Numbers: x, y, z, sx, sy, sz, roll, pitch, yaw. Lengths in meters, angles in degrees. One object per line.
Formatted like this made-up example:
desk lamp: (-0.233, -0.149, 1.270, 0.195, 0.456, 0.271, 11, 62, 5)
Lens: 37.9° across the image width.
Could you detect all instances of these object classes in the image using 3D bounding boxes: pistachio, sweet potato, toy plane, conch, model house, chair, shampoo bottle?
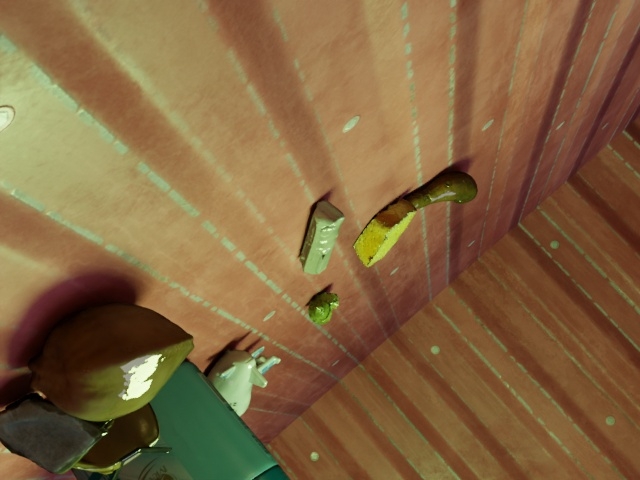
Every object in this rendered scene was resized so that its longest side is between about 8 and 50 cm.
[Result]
pistachio: (-0.278, 0.166, 1.339, 0.212, 0.163, 0.260, -5, -176, 29)
sweet potato: (0.314, -0.118, 2.244, 0.108, 0.079, 0.346, -35, 168, 31)
toy plane: (-0.201, 0.331, 2.128, 0.267, 0.123, 0.267, -37, 168, -10)
conch: (0.015, 0.165, 2.295, 0.089, 0.074, 0.121, -34, 164, 13)
model house: (-0.387, 0.264, 1.390, 0.106, 0.165, 0.152, -61, 177, 12)
chair: (-0.365, 0.318, 1.571, 0.172, 0.159, 0.247, -34, 165, -19)
shampoo bottle: (-0.280, 0.465, 1.858, 0.331, 0.343, 0.331, -38, 165, -12)

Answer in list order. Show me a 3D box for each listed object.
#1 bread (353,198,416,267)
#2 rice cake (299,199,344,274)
bread: (0.146, -0.018, 2.122, 0.103, 0.065, 0.187, -29, 163, -36)
rice cake: (0.000, 0.000, 1.793, 0.256, 0.057, 0.052, 108, 7, -65)
